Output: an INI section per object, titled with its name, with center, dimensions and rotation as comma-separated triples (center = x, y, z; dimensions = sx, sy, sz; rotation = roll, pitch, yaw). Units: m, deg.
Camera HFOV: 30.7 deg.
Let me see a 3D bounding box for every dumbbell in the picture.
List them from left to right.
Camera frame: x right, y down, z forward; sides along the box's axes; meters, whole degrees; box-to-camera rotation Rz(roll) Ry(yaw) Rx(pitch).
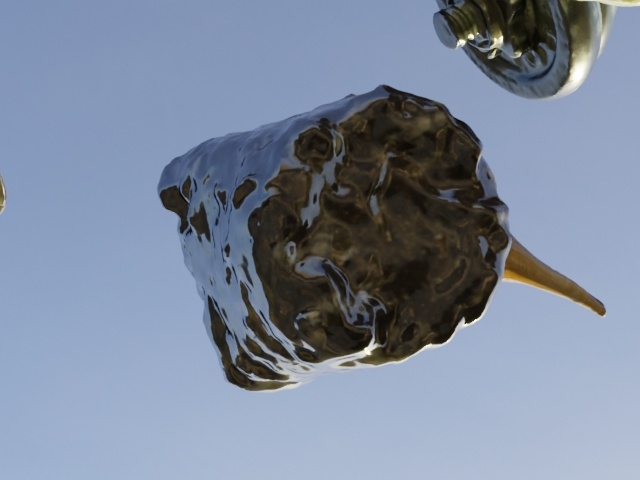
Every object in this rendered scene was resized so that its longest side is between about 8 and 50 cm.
[dumbbell]
center = 0.252, -0.257, 0.906
dimensions = 0.179, 0.406, 0.179
rotation = 50, -18, 23

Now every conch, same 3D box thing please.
[conch]
center = 0.244, 0.023, 1.605
dimensions = 0.330, 0.093, 0.109
rotation = 38, -20, 0

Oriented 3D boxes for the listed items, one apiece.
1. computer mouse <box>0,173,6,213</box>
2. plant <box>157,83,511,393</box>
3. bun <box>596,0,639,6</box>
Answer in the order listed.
[computer mouse]
center = -0.189, -0.039, 0.397
dimensions = 0.199, 0.045, 0.102
rotation = -6, -55, 29
[plant]
center = 0.000, 0.000, 0.552
dimensions = 0.194, 0.132, 0.129
rotation = 158, -84, -73
[bun]
center = 0.122, -0.202, 0.616
dimensions = 0.229, 0.229, 0.145
rotation = 26, -66, -5
